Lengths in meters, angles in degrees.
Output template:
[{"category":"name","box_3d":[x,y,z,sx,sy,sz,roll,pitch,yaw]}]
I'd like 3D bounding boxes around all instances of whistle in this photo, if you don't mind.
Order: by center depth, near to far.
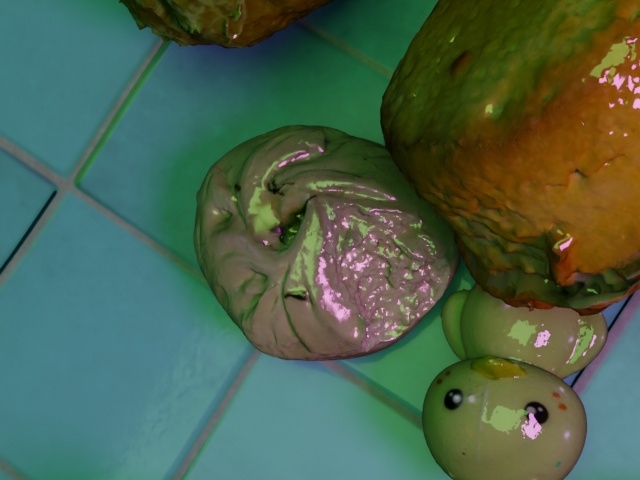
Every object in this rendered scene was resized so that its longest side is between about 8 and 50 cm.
[{"category":"whistle","box_3d":[0.158,0.080,0.949,0.141,0.141,0.294,7,81,11]}]

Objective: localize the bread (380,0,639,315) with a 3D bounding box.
[{"category":"bread","box_3d":[0.199,-0.130,0.867,0.204,0.337,0.358,33,77,-21]}]

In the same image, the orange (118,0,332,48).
[{"category":"orange","box_3d":[-0.061,-0.299,0.999,0.301,0.223,0.300,-56,44,4]}]

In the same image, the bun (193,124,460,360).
[{"category":"bun","box_3d":[0.000,0.000,0.999,0.237,0.116,0.210,6,83,12]}]
